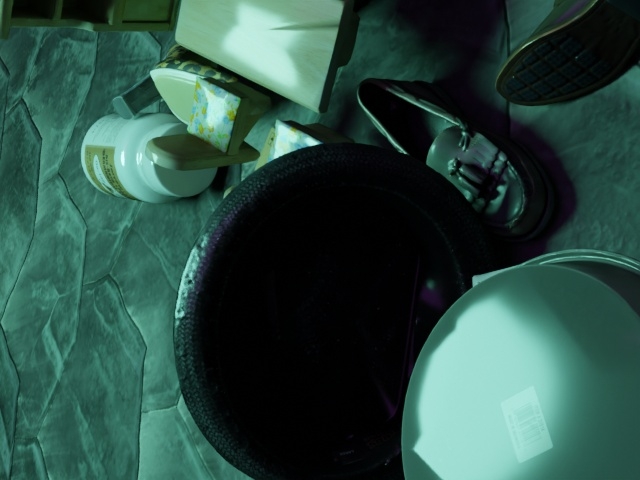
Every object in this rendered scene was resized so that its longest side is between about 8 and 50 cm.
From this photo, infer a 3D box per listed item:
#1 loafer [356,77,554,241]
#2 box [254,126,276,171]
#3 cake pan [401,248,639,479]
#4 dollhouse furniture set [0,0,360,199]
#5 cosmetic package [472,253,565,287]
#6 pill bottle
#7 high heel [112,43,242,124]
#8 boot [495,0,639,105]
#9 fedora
[{"bbox_3d":[0.118,-0.084,1.004,0.096,0.084,0.267,-63,37,19],"label":"loafer"},{"bbox_3d":[-0.041,-0.032,1.269,0.201,0.021,0.164,42,114,51],"label":"box"},{"bbox_3d":[0.169,0.145,0.781,0.293,0.054,0.293,-19,64,46],"label":"cake pan"},{"bbox_3d":[-0.151,-0.256,1.095,0.394,0.257,0.362,30,118,32],"label":"dollhouse furniture set"},{"bbox_3d":[0.184,0.140,0.856,0.099,0.060,0.238,-17,66,46],"label":"cosmetic package"},{"bbox_3d":[-0.246,-0.120,1.493,0.229,0.131,0.131,10,88,55],"label":"pill bottle"},{"bbox_3d":[-0.148,-0.235,1.399,0.261,0.093,0.186,3,37,47],"label":"high heel"},{"bbox_3d":[0.241,-0.204,0.902,0.219,0.082,0.106,-35,30,50],"label":"boot"},{"bbox_3d":[0.015,0.072,0.996,0.152,0.334,0.333,-117,43,-83],"label":"fedora"}]
